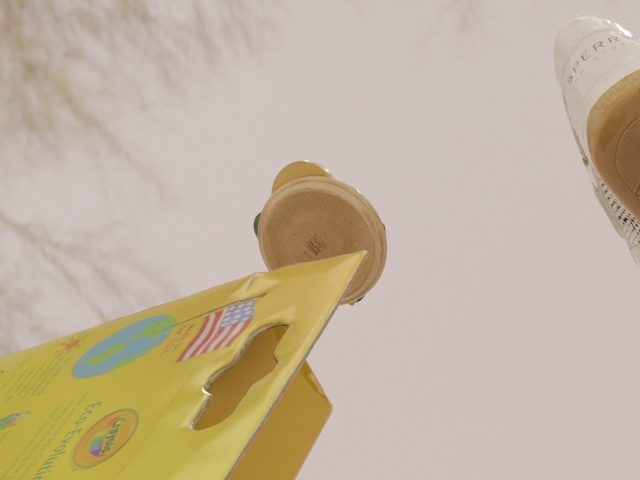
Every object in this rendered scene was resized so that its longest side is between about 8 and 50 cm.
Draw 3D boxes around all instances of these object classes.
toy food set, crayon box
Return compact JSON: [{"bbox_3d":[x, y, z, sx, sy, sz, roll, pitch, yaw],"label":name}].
[{"bbox_3d":[0.000,0.000,1.134,0.083,0.083,0.020,29,-154,9],"label":"toy food set"},{"bbox_3d":[-0.129,0.118,0.821,0.318,0.081,0.202,-18,-161,27],"label":"crayon box"}]

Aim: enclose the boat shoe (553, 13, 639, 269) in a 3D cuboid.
[{"bbox_3d":[0.206,-0.035,1.099,0.098,0.277,0.096,-32,-131,5],"label":"boat shoe"}]
